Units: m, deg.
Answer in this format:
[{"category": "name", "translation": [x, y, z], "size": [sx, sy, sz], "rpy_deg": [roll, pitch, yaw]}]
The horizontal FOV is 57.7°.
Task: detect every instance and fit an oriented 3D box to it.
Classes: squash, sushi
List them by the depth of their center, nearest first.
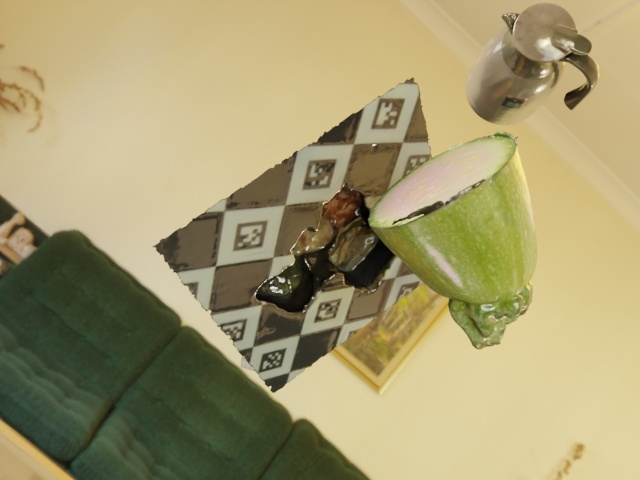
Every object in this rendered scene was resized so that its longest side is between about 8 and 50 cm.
[{"category": "squash", "translation": [0.105, 0.013, 0.375], "size": [0.132, 0.105, 0.105], "rpy_deg": [58, -12, -14]}, {"category": "sushi", "translation": [0.000, 0.000, 0.493], "size": [0.047, 0.220, 0.231], "rpy_deg": [47, -12, 41]}]

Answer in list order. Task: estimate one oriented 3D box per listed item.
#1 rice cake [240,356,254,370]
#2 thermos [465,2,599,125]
[{"category": "rice cake", "translation": [-0.023, 0.056, 0.961], "size": [0.073, 0.365, 0.056], "rpy_deg": [22, -23, 17]}, {"category": "thermos", "translation": [0.257, -0.205, 0.693], "size": [0.137, 0.105, 0.193], "rpy_deg": [32, -2, 5]}]
